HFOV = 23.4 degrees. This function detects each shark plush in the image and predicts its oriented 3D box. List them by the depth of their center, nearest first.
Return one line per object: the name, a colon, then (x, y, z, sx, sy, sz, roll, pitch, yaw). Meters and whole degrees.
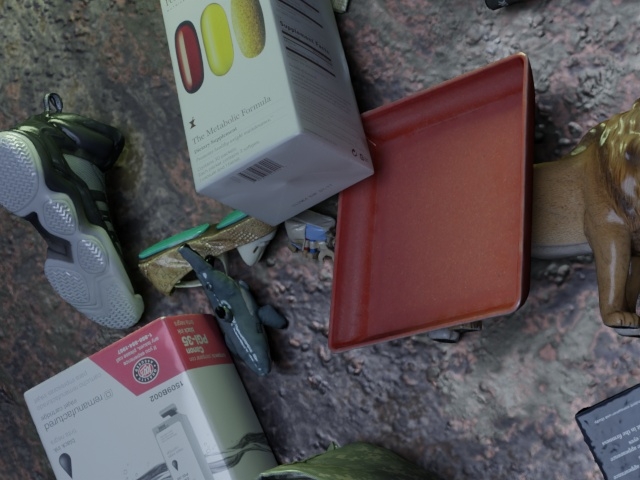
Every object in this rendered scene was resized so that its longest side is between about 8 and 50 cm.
shark plush: (-0.093, 0.068, 1.658, 0.073, 0.067, 0.161, -18, 108, 16)

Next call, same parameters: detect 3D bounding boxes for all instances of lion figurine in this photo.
lion figurine: (0.223, -0.026, 1.517, 0.392, 0.142, 0.240, -3, 79, 27)

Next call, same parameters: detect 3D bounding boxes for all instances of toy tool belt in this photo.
toy tool belt: (0.000, 0.000, 1.661, 0.083, 0.052, 0.051, 18, 126, 26)

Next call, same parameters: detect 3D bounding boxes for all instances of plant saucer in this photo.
plant saucer: (0.116, -0.027, 1.509, 0.259, 0.048, 0.258, -17, 61, 46)

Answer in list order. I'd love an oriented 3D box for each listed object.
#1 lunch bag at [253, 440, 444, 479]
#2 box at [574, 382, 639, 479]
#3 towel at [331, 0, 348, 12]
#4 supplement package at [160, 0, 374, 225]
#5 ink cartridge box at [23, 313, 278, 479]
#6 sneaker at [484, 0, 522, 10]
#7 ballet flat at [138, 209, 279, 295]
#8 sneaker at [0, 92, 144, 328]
lunch bag: (0.071, 0.316, 1.513, 0.287, 0.235, 0.169, 38, 105, 19)
box: (0.360, 0.222, 1.464, 0.153, 0.108, 0.207, -28, 78, 19)
towel: (-0.002, -0.284, 1.687, 0.083, 0.009, 0.060, 15, 94, 22)
supplement package: (-0.059, -0.163, 1.598, 0.139, 0.134, 0.244, -28, 60, 26)
ink cartridge box: (-0.166, 0.249, 1.680, 0.207, 0.117, 0.283, -29, 77, 19)
sneaker: (0.213, -0.276, 1.563, 0.234, 0.078, 0.106, 23, 100, 26)
ballet flat: (-0.103, 0.004, 1.698, 0.206, 0.073, 0.067, -24, 102, 24)
sneaker: (-0.258, -0.039, 1.738, 0.101, 0.153, 0.268, -14, 118, 37)
